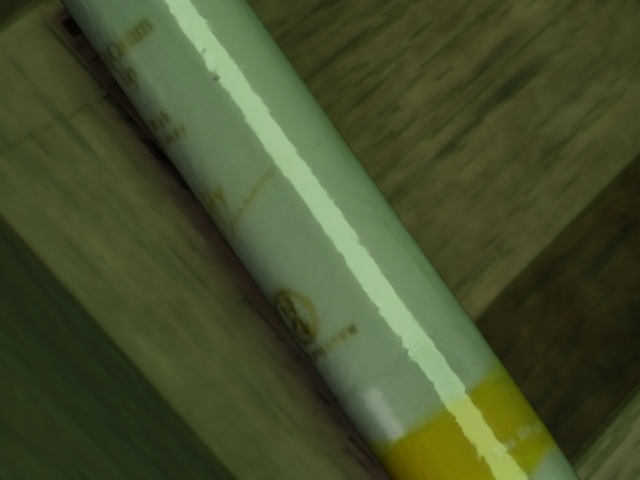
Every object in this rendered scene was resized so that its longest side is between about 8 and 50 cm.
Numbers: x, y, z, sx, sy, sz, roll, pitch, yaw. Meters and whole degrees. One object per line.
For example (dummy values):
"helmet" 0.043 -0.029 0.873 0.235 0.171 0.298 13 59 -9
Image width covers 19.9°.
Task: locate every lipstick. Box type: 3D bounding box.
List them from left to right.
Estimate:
"lipstick" 0.000 0.000 0.660 0.059 0.059 0.264 -32 86 -31
